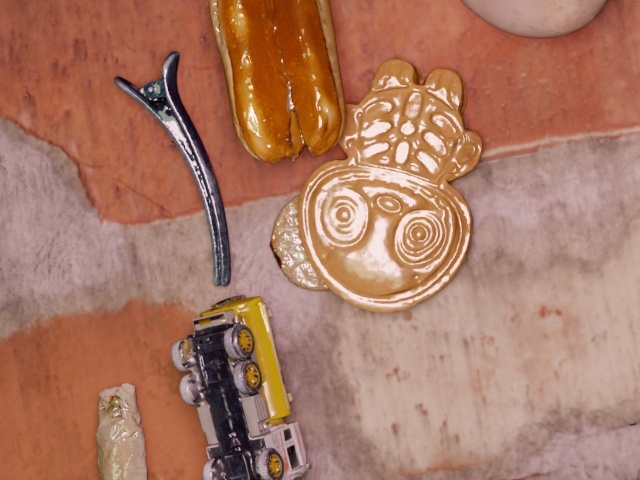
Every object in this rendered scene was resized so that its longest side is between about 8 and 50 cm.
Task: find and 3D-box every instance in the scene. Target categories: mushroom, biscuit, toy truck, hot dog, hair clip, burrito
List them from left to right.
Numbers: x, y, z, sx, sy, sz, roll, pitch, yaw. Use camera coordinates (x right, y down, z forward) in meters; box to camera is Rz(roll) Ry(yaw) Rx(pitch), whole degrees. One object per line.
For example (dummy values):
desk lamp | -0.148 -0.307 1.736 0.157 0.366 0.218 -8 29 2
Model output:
burrito | -0.234 0.262 1.915 0.058 0.045 0.188 -4 93 16
hair clip | -0.150 -0.079 1.890 0.083 0.048 0.275 -23 89 5
toy truck | -0.085 0.177 1.853 0.098 0.114 0.227 -15 89 31
hot dog | -0.056 -0.254 1.836 0.135 0.100 0.337 -12 83 -1
biscuit | 0.000 0.000 1.882 0.120 0.015 0.120 0 91 9
biscuit | 0.086 -0.062 1.845 0.202 0.044 0.289 19 93 6
mushroom | 0.239 -0.327 1.764 0.204 0.204 0.204 0 92 9

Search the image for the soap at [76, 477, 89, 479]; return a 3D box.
soap | -0.324 0.406 1.920 0.135 0.076 0.233 -6 90 8
